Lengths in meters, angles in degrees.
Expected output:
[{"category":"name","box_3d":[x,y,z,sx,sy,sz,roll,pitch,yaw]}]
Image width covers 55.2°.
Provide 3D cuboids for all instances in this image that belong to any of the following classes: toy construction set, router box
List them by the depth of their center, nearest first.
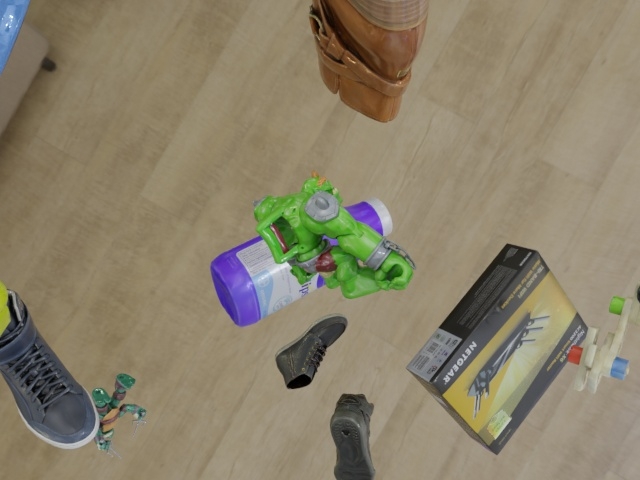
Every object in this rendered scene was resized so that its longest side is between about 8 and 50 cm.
[{"category":"toy construction set","box_3d":[0.551,0.169,0.915,0.327,0.151,0.215,10,111,21]},{"category":"router box","box_3d":[0.335,0.200,1.129,0.309,0.081,0.243,-48,118,-11]}]

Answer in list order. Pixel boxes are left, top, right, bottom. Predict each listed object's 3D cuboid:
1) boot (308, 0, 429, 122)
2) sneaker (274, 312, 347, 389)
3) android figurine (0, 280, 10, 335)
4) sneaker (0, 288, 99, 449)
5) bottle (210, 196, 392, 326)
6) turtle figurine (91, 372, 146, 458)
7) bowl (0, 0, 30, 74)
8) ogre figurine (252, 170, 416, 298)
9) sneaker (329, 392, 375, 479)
[{"category":"boot","box_3d":[0.016,-0.280,0.658,0.109,0.220,0.283,-33,64,-17]},{"category":"sneaker","box_3d":[-0.008,0.287,1.563,0.222,0.118,0.083,-38,126,6]},{"category":"android figurine","box_3d":[-0.378,0.031,0.509,0.248,0.273,0.056,-1,43,14]},{"category":"sneaker","box_3d":[-0.375,0.158,0.776,0.086,0.163,0.226,-38,69,-27]},{"category":"bottle","box_3d":[-0.022,0.021,0.919,0.282,0.118,0.092,-26,50,-21]},{"category":"turtle figurine","box_3d":[-0.539,0.460,1.581,0.118,0.175,0.234,19,123,9]},{"category":"bowl","box_3d":[-0.530,-0.342,0.943,0.077,0.391,0.391,20,88,-38]},{"category":"ogre figurine","box_3d":[0.000,0.000,0.615,0.097,0.197,0.118,-42,113,-3]},{"category":"sneaker","box_3d":[0.072,0.401,1.241,0.087,0.130,0.228,-1,118,17]}]
